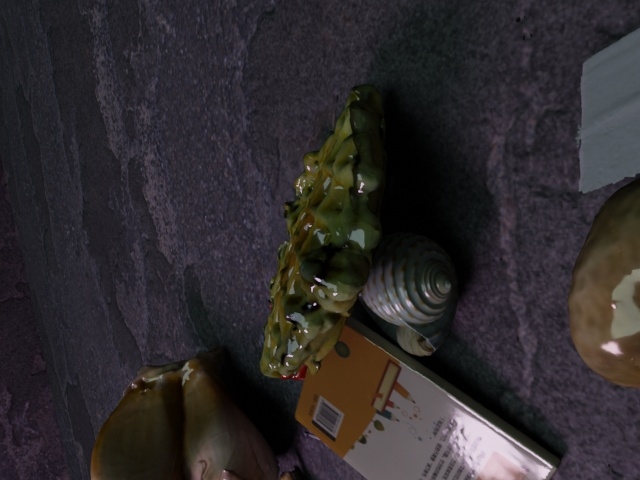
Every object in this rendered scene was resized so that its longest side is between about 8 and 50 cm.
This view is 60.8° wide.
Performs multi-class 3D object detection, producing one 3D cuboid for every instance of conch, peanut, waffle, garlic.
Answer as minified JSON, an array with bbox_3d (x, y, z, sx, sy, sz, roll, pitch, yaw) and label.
[{"bbox_3d":[0.095,0.055,0.584,0.135,0.102,0.153,64,173,-5],"label":"conch"},{"bbox_3d":[0.260,-0.005,0.359,0.137,0.122,0.253,60,136,34],"label":"peanut"},{"bbox_3d":[0.000,0.000,0.614,0.317,0.073,0.298,120,162,-52],"label":"waffle"},{"bbox_3d":[-0.214,0.340,0.898,0.313,0.285,0.250,55,131,47],"label":"garlic"}]

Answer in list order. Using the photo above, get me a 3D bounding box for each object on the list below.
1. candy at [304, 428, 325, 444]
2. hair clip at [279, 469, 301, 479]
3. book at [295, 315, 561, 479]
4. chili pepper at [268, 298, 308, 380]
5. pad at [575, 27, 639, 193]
[{"bbox_3d":[0.037,0.219,0.736,0.094,0.051,0.226,47,132,27],"label":"candy"},{"bbox_3d":[-0.004,0.461,0.852,0.062,0.056,0.214,-35,70,14],"label":"hair clip"},{"bbox_3d":[0.098,0.231,0.644,0.295,0.020,0.208,32,126,26],"label":"book"},{"bbox_3d":[-0.040,0.144,0.794,0.070,0.073,0.123,-88,-1,-76],"label":"chili pepper"},{"bbox_3d":[0.261,-0.124,0.328,0.232,0.004,0.157,-28,35,49],"label":"pad"}]
